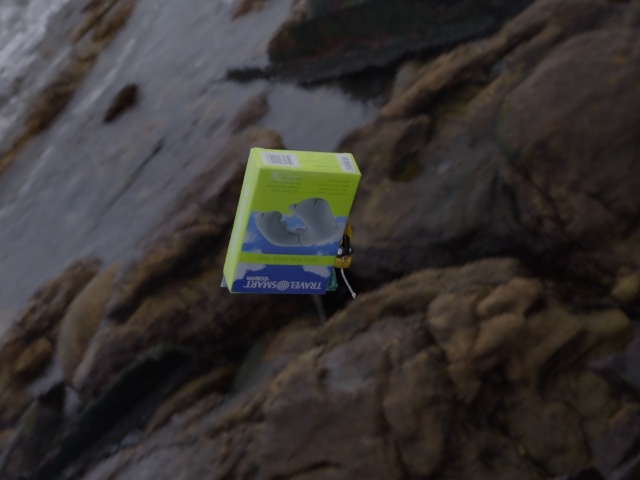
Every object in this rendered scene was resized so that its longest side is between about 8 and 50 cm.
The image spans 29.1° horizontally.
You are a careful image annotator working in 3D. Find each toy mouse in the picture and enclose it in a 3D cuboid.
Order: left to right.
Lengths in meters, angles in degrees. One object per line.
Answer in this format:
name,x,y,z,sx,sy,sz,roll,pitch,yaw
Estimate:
toy mouse,0.000,0.000,1.420,0.031,0.161,0.143,1,8,21

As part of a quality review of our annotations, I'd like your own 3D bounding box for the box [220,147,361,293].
box,-0.034,-0.009,1.262,0.042,0.109,0.178,-111,30,-49
